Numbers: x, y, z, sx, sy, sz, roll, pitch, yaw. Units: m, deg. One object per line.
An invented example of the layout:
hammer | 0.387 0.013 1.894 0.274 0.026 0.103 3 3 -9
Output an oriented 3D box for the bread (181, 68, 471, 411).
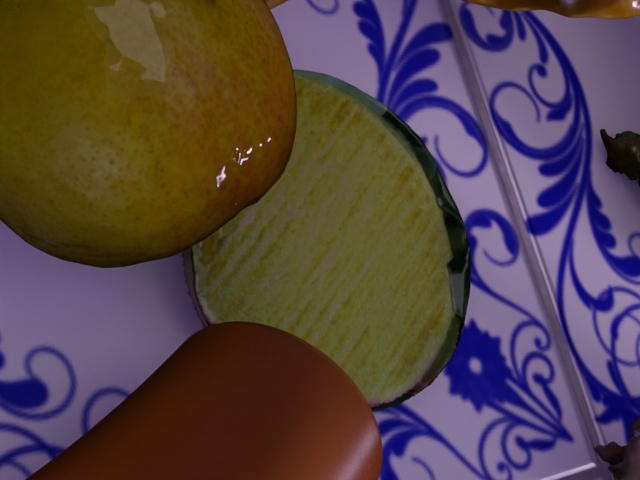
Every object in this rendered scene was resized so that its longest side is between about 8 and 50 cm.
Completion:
bread | 0.000 0.000 1.041 0.228 0.033 0.228 14 65 -33

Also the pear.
pear | -0.112 -0.083 0.892 0.200 0.200 0.200 15 63 -31

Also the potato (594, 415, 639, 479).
potato | 0.348 0.187 1.106 0.237 0.301 0.289 -31 125 -60

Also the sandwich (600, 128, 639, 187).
sandwich | 0.368 -0.016 1.269 0.212 0.109 0.292 -36 94 -40

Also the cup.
cup | -0.062 0.177 0.828 0.226 0.182 0.264 38 45 3

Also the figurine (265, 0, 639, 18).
figurine | 0.038 -0.309 1.051 0.387 0.268 0.401 25 53 -23
